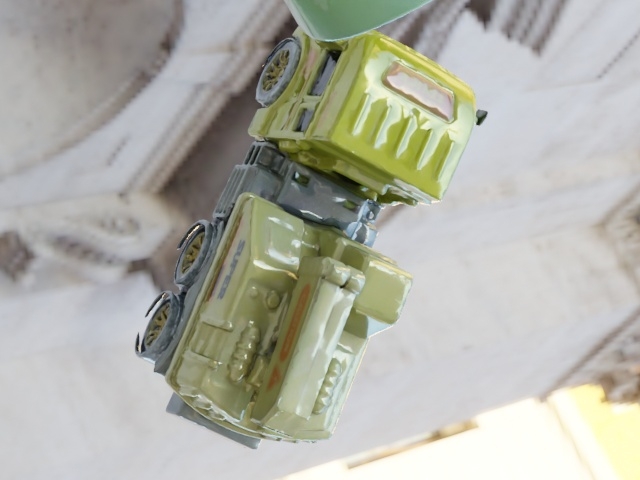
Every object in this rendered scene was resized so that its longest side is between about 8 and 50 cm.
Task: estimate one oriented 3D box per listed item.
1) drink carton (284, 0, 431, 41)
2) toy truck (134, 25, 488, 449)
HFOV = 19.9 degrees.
[{"bbox_3d":[0.003,-0.175,0.804,0.142,0.144,0.146,59,9,-30],"label":"drink carton"},{"bbox_3d":[0.000,0.000,1.136,0.157,0.124,0.272,8,-108,65],"label":"toy truck"}]
